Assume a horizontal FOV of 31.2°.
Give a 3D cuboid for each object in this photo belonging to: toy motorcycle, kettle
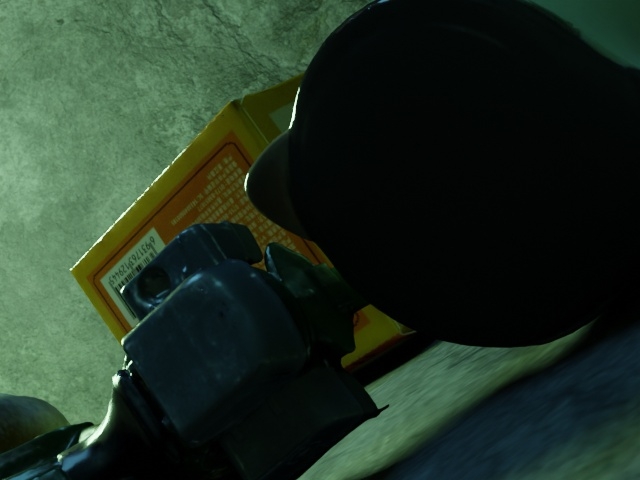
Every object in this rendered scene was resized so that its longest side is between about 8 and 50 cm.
[{"bbox_3d":[-0.097,0.104,0.480,0.274,0.125,0.187,-44,-18,16],"label":"toy motorcycle"},{"bbox_3d":[0.128,-0.069,0.483,0.240,0.165,0.255,-3,19,34],"label":"kettle"}]

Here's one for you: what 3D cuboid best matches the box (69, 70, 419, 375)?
[{"bbox_3d":[0.000,0.000,0.934,0.259,0.214,0.283,-30,-5,-44],"label":"box"}]

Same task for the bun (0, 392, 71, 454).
[{"bbox_3d":[-0.365,0.244,0.938,0.362,0.211,0.362,-16,-9,-3],"label":"bun"}]
